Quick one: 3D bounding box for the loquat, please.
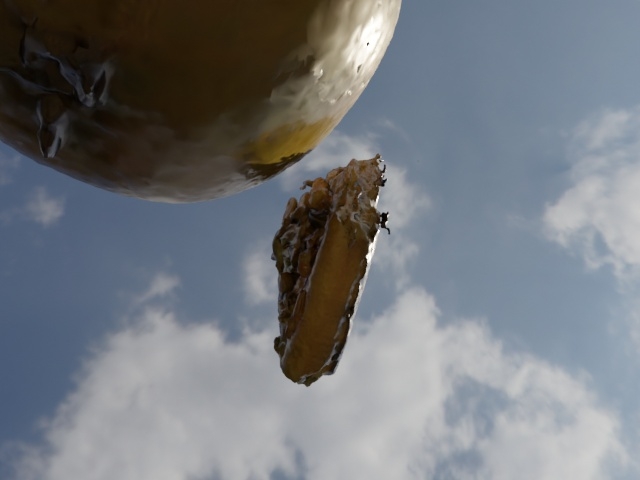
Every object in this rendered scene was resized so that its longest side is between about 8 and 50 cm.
[{"bbox_3d":[-0.096,-0.196,0.661,0.328,0.359,0.328,14,-44,13],"label":"loquat"}]

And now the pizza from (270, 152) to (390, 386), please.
[{"bbox_3d":[0.000,0.000,0.736,0.069,0.226,0.147,15,-53,-7],"label":"pizza"}]
